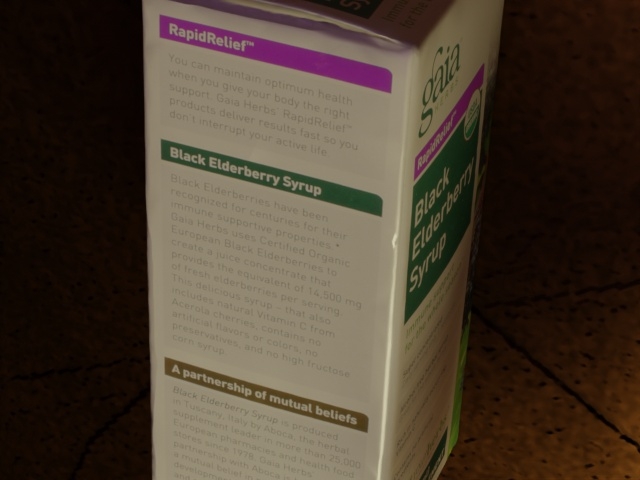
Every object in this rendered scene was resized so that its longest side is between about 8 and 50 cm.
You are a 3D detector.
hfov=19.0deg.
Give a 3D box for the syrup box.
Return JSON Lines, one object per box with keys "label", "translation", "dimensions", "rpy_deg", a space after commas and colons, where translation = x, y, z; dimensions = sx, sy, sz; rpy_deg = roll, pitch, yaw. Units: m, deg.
{"label": "syrup box", "translation": [0.000, 0.000, 0.676], "dimensions": [0.096, 0.093, 0.237], "rpy_deg": [16, 129, 16]}
